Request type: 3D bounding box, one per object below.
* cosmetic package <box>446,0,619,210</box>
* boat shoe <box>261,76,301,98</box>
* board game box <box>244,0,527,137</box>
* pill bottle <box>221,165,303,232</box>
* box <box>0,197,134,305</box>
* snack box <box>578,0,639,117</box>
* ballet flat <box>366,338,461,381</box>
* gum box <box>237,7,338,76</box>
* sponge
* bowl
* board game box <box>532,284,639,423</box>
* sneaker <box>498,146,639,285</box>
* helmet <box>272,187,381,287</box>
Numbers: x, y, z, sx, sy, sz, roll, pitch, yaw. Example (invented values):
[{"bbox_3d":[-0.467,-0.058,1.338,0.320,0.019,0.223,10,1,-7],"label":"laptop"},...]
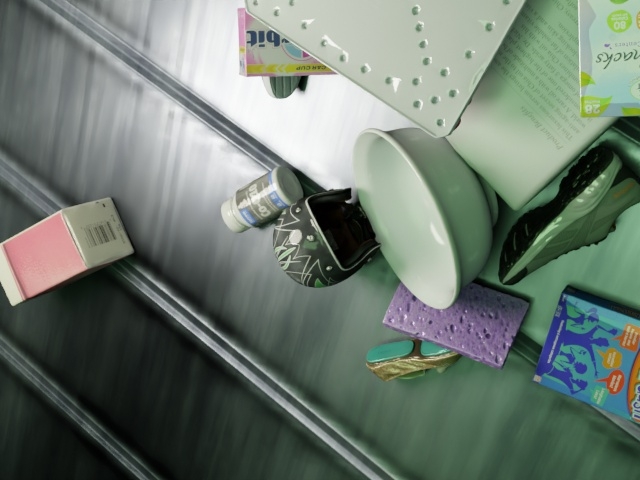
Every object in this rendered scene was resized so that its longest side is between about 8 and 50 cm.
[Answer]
[{"bbox_3d":[0.370,-0.281,1.191,0.230,0.161,0.453,49,117,8],"label":"cosmetic package"},{"bbox_3d":[-0.074,-0.356,1.461,0.076,0.083,0.226,23,112,50],"label":"boat shoe"},{"bbox_3d":[0.118,-0.399,1.160,0.390,0.050,0.390,38,113,23],"label":"board game box"},{"bbox_3d":[-0.105,-0.069,1.532,0.137,0.078,0.078,-28,88,29],"label":"pill bottle"},{"bbox_3d":[-0.518,0.022,1.723,0.232,0.148,0.127,-24,91,30],"label":"box"},{"bbox_3d":[0.406,-0.257,1.048,0.174,0.070,0.207,0,105,25],"label":"snack box"},{"bbox_3d":[0.178,0.197,1.466,0.206,0.073,0.067,-15,122,32],"label":"ballet flat"},{"bbox_3d":[-0.036,-0.322,1.395,0.188,0.062,0.107,-5,105,-15],"label":"gum box"},{"bbox_3d":[0.219,0.120,1.401,0.210,0.031,0.117,19,71,22],"label":"sponge"},{"bbox_3d":[0.178,-0.055,1.324,0.134,0.298,0.298,-25,90,-14],"label":"bowl"},{"bbox_3d":[0.451,0.180,1.322,0.210,0.047,0.160,20,110,21],"label":"board game box"},{"bbox_3d":[0.368,-0.014,1.294,0.108,0.100,0.271,33,126,-14],"label":"sneaker"},{"bbox_3d":[0.000,0.000,1.421,0.169,0.161,0.169,41,144,39],"label":"helmet"}]
